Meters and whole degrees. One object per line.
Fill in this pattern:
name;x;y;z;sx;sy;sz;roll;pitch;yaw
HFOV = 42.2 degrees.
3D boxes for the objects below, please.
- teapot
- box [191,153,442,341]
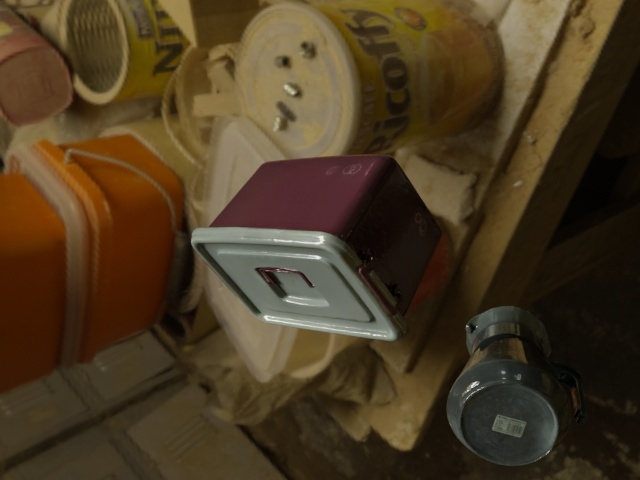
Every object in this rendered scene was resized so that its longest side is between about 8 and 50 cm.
teapot;0.294;0.213;1.236;0.203;0.225;0.171;20;117;3
box;0.000;0.000;1.067;0.294;0.167;0.193;2;141;45
